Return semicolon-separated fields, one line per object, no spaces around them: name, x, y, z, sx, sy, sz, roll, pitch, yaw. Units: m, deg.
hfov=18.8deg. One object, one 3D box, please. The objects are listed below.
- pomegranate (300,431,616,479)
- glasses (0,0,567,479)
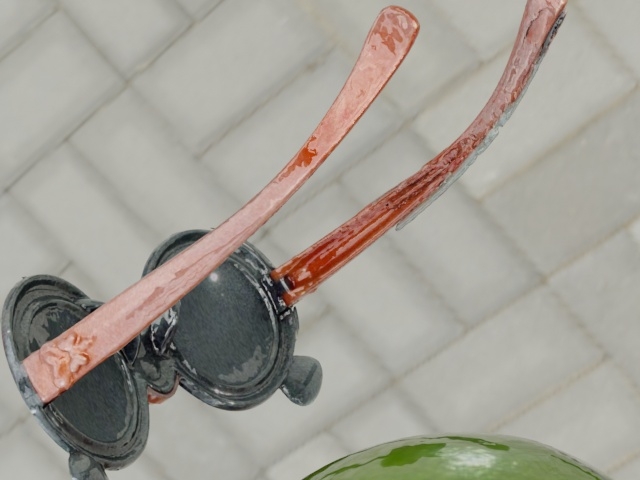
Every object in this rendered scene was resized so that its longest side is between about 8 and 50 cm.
pomegranate;0.057;0.179;0.593;0.190;0.159;0.241;-30;90;-2
glasses;0.000;0.000;0.898;0.268;0.234;0.118;-35;81;30
